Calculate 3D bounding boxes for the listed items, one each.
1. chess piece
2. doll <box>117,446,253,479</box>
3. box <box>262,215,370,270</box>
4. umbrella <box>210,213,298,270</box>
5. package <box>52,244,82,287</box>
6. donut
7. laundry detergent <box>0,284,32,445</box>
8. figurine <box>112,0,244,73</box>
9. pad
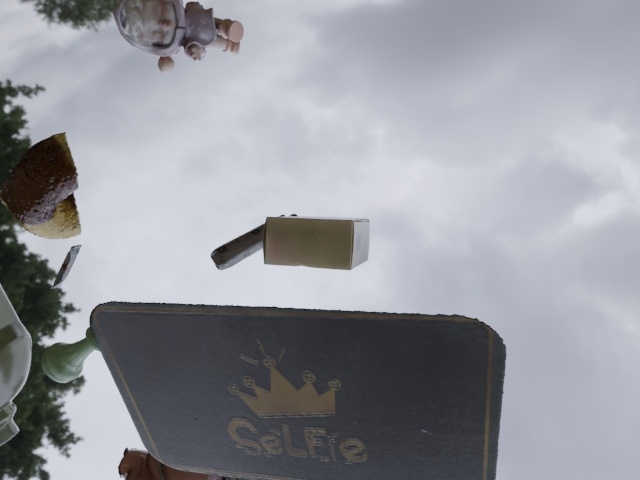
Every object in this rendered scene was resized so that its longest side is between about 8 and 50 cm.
[{"bbox_3d":[-0.317,0.138,0.689,0.149,0.059,0.059,-35,-139,9],"label":"chess piece"},{"bbox_3d":[-0.261,0.477,0.968,0.269,0.284,0.216,-14,-150,17],"label":"doll"},{"bbox_3d":[0.000,0.000,0.967,0.168,0.212,0.094,1,-87,13],"label":"box"},{"bbox_3d":[-0.198,-0.006,1.563,0.337,0.073,0.067,-32,-172,-36],"label":"umbrella"},{"bbox_3d":[-0.553,0.058,1.069,0.015,0.037,0.110,29,-82,4],"label":"package"},{"bbox_3d":[-0.601,-0.091,1.068,0.151,0.295,0.112,-23,-112,-34],"label":"donut"},{"bbox_3d":[-0.367,0.085,0.451,0.181,0.253,0.091,-26,-169,14],"label":"laundry detergent"},{"bbox_3d":[-0.307,-0.464,1.061,0.276,0.200,0.133,7,-156,-15],"label":"figurine"},{"bbox_3d":[-0.029,0.201,0.458,0.376,0.314,0.063,-1,-148,15],"label":"pad"}]
